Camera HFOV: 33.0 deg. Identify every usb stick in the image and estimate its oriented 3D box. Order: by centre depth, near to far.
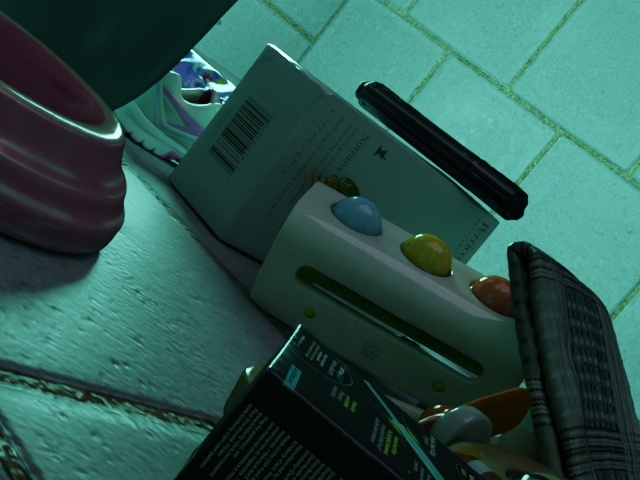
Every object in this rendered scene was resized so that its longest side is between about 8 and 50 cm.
[{"bbox_3d":[0.157,-0.121,1.420,0.278,0.045,0.077,41,15,24],"label":"usb stick"}]

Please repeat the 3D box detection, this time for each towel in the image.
[{"bbox_3d":[0.260,0.179,1.013,0.312,0.056,0.324,29,50,-61],"label":"towel"}]

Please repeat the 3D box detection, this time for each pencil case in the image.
[{"bbox_3d":[-0.203,-0.218,1.624,0.306,0.119,0.133,39,29,-4],"label":"pencil case"}]

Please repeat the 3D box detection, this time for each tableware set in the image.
[{"bbox_3d":[0.000,0.000,1.217,0.104,0.154,0.024,12,-5,-43],"label":"tableware set"}]

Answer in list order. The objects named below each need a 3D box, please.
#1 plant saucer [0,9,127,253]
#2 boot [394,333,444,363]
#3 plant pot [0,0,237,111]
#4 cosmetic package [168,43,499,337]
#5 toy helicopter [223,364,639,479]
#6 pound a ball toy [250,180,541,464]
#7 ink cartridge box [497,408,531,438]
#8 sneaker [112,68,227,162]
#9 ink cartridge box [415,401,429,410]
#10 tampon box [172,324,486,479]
[{"bbox_3d":[-0.275,-0.125,0.831,0.332,0.084,0.332,39,8,-7],"label":"plant saucer"},{"bbox_3d":[0.125,0.149,1.297,0.118,0.042,0.087,34,7,-32],"label":"boot"},{"bbox_3d":[-0.272,-0.282,1.225,0.293,0.235,0.293,38,8,-6],"label":"plant pot"},{"bbox_3d":[0.028,-0.050,1.366,0.385,0.217,0.156,29,12,-43],"label":"cosmetic package"},{"bbox_3d":[0.090,0.160,0.746,0.355,0.140,0.235,27,15,-23],"label":"toy helicopter"},{"bbox_3d":[0.096,0.078,1.046,0.319,0.136,0.208,30,24,4],"label":"pound a ball toy"},{"bbox_3d":[0.339,0.278,1.355,0.218,0.092,0.158,42,8,12],"label":"ink cartridge box"},{"bbox_3d":[-0.147,-0.137,1.428,0.252,0.111,0.103,34,9,-35],"label":"sneaker"},{"bbox_3d":[0.141,0.185,1.125,0.083,0.048,0.028,33,10,-30],"label":"ink cartridge box"},{"bbox_3d":[0.012,0.142,0.568,0.161,0.101,0.120,40,8,2],"label":"tampon box"}]
